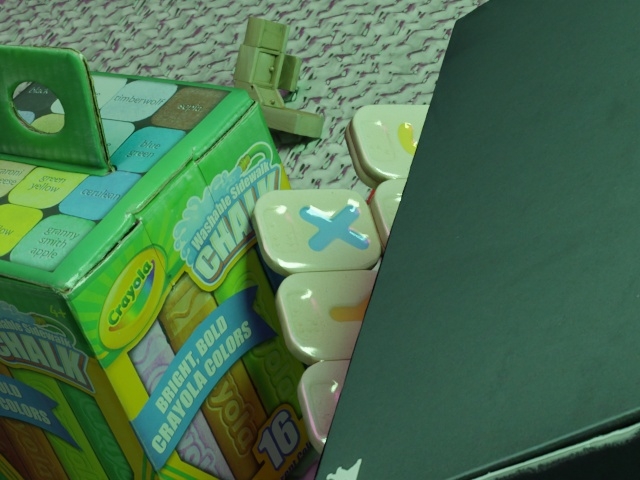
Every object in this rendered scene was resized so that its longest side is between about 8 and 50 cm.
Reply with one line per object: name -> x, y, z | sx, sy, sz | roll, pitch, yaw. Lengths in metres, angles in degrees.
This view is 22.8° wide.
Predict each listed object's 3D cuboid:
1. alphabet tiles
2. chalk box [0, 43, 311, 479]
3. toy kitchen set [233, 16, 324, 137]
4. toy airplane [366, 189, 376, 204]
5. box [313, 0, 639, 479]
alphabet tiles -> 0.109, 0.035, 0.885 | 0.278, 0.021, 0.284 | -1, 54, -21
chalk box -> -0.126, 0.019, 0.926 | 0.180, 0.289, 0.179 | 10, 46, 38
toy kitchen set -> -0.019, -0.128, 1.270 | 0.075, 0.083, 0.068 | 16, 7, 39
toy airplane -> 0.000, 0.000, 1.115 | 0.151, 0.028, 0.151 | -12, 31, 7
box -> 0.188, 0.068, 0.667 | 0.179, 0.312, 0.343 | -28, 28, 34
